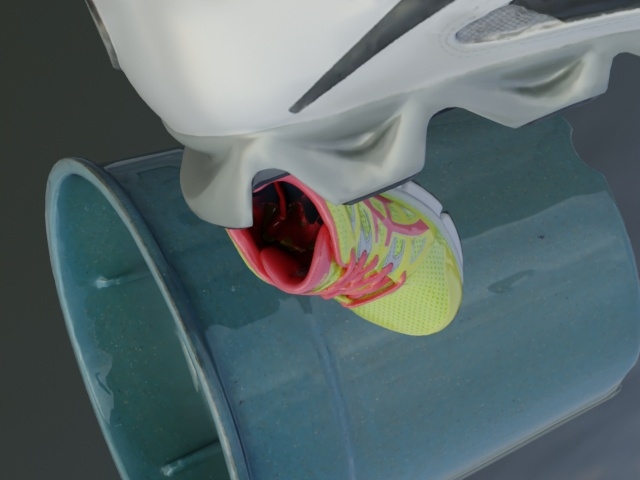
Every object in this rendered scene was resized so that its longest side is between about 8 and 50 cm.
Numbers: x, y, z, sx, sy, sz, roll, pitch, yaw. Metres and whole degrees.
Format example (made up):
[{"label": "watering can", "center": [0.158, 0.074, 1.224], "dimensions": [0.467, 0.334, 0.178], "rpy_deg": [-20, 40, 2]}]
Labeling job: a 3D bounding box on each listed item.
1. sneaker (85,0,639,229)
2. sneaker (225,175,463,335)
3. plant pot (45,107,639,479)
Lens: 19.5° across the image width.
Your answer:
[{"label": "sneaker", "center": [0.081, -0.127, 0.529], "dimensions": [0.330, 0.122, 0.146], "rpy_deg": [-24, 123, 6]}, {"label": "sneaker", "center": [0.000, 0.000, 0.933], "dimensions": [0.081, 0.094, 0.208], "rpy_deg": [-26, 132, 28]}, {"label": "plant pot", "center": [0.023, 0.051, 1.324], "dimensions": [0.334, 0.341, 0.341], "rpy_deg": [-21, 147, -19]}]
